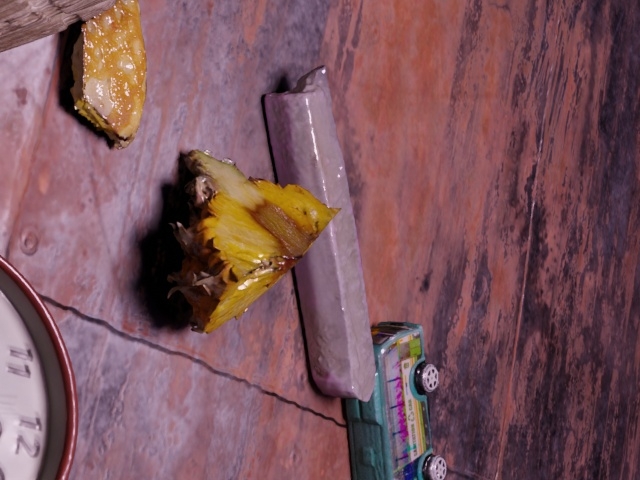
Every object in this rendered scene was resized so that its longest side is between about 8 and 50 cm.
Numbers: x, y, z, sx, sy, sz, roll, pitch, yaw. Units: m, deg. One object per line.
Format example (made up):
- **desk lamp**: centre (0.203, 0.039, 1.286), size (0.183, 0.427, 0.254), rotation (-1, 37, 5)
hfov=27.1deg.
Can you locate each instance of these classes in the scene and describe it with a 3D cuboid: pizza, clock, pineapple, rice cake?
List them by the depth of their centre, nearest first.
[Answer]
- **clock**: centre (-0.332, 0.131, 1.048), size (0.318, 0.080, 0.318), rotation (23, 58, -41)
- **pizza**: centre (-0.206, -0.169, 1.284), size (0.099, 0.036, 0.160), rotation (-2, 90, -55)
- **pineapple**: centre (-0.110, 0.003, 1.382), size (0.164, 0.140, 0.250), rotation (38, 29, 1)
- **rice cake**: centre (0.000, 0.001, 1.540), size (0.064, 0.070, 0.399), rotation (-24, 108, -51)

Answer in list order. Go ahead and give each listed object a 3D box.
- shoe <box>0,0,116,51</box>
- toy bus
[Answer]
- **shoe**: centre (-0.264, -0.251, 1.024), size (0.172, 0.351, 0.198), rotation (-24, 98, -9)
- **toy bus**: centre (0.089, 0.235, 1.648), size (0.109, 0.091, 0.261), rotation (-12, 98, -47)
